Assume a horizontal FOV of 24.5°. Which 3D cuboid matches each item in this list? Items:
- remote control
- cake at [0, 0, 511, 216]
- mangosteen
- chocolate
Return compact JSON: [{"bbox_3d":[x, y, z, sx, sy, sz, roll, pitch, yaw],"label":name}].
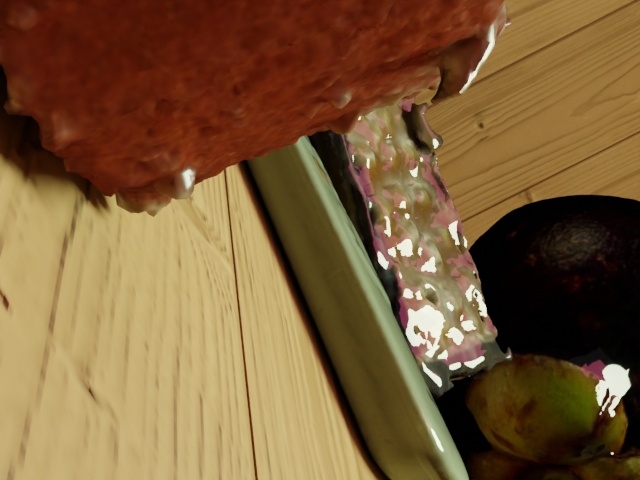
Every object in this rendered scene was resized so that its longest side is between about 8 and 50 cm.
[{"bbox_3d":[0.001,0.000,0.783,0.309,0.038,0.090,66,6,32],"label":"remote control"},{"bbox_3d":[-0.054,-0.145,0.426,0.177,0.151,0.283,93,-28,-77],"label":"cake"},{"bbox_3d":[0.190,0.108,1.060,0.233,0.287,0.287,38,-7,27],"label":"mangosteen"},{"bbox_3d":[0.024,-0.064,0.886,0.102,0.065,0.329,-8,79,-47],"label":"chocolate"}]
